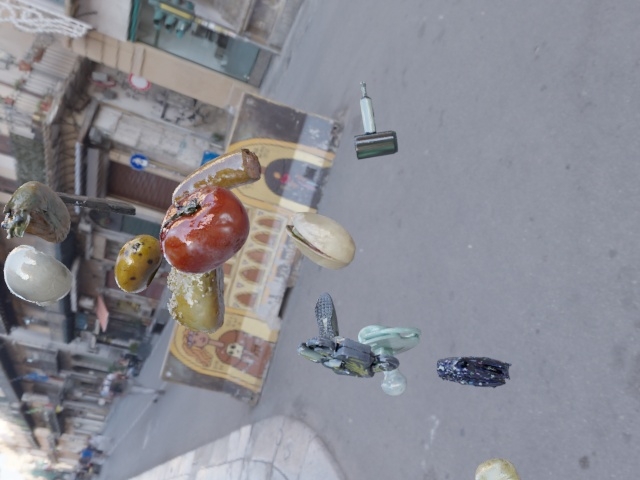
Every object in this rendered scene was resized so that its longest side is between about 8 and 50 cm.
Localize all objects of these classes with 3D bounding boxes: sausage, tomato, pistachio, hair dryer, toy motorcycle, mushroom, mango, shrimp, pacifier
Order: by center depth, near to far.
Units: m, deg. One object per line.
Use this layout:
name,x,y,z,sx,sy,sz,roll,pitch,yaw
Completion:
toy motorcycle,0.050,0.231,0.995,0.124,0.193,0.061,128,155,-55
tomato,-0.230,-0.017,1.022,0.187,0.151,0.187,-19,32,13
hair dryer,0.120,-0.291,1.200,0.057,0.100,0.198,61,-160,-77
mango,-0.448,0.064,1.243,0.115,0.090,0.178,-30,-21,-55
shrimp,-0.700,-0.052,1.264,0.077,0.168,0.317,-31,26,4
sausage,-0.282,-0.154,1.342,0.270,0.109,0.109,-26,40,24
mushroom,0.512,0.694,1.448,0.148,0.112,0.148,-5,83,43
pacifier,0.265,0.452,1.935,0.288,0.343,0.269,-35,61,31
pistachio,0.000,0.000,2.146,0.193,0.318,0.214,-61,4,24

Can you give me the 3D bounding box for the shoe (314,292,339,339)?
shoe,0.029,0.290,1.862,0.077,0.074,0.194,16,-114,-66

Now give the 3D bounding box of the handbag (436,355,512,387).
handbag,0.555,0.473,1.836,0.162,0.260,0.113,139,139,-63

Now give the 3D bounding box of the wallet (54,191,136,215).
wallet,-0.881,-0.147,1.971,0.165,0.309,0.042,16,95,57

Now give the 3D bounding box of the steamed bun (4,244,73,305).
steamed bun,-0.830,0.114,1.488,0.131,0.177,0.228,-64,2,-27

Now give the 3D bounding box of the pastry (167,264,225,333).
pastry,-0.430,0.161,1.743,0.284,0.184,0.316,97,168,-66
